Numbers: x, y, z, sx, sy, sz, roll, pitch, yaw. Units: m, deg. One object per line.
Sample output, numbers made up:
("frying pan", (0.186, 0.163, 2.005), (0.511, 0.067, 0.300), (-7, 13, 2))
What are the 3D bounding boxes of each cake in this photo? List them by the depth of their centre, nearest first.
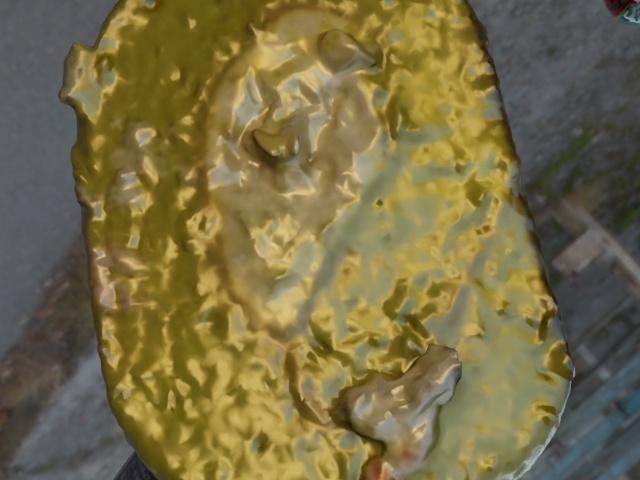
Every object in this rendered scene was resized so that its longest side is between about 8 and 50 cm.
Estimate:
("cake", (-0.011, 0.001, 0.546), (0.179, 0.260, 0.156), (-12, 167, -10))

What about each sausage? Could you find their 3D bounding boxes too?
("sausage", (0.330, -0.270, 1.331), (0.083, 0.083, 0.264), (-47, -176, 22))

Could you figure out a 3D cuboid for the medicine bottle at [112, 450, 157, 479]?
("medicine bottle", (-0.051, 0.135, 0.697), (0.191, 0.107, 0.107), (-54, 161, 14))
